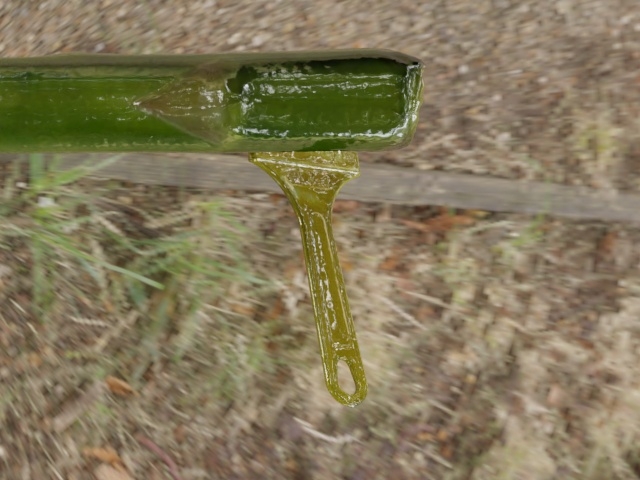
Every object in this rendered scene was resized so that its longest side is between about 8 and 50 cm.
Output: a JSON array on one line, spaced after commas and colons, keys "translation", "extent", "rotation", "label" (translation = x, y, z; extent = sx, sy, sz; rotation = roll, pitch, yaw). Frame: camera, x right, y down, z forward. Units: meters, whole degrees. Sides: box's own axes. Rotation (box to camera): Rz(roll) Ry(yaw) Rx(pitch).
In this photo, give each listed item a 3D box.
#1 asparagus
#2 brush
[{"translation": [-0.081, -0.075, 1.049], "extent": [0.278, 0.067, 0.060], "rotation": [0, 117, 2], "label": "asparagus"}, {"translation": [0.000, 0.000, 1.113], "extent": [0.083, 0.011, 0.205], "rotation": [7, 64, -39], "label": "brush"}]
